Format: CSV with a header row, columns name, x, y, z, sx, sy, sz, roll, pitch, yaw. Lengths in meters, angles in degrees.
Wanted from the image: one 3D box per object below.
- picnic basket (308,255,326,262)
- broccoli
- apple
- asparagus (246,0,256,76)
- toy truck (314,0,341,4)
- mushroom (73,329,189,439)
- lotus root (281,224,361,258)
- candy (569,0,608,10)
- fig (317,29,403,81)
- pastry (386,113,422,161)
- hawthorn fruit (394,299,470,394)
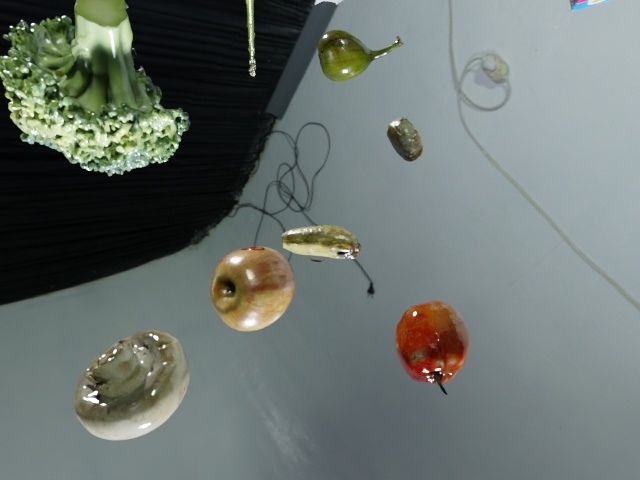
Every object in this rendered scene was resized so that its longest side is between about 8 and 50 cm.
name,x,y,z,sx,sy,sz,roll,pitch,yaw
picnic basket,-0.011,0.044,1.690,0.072,0.072,0.084,23,118,38
broccoli,-0.352,-0.226,0.685,0.260,0.287,0.236,160,127,-75
apple,-0.121,0.083,0.766,0.146,0.130,0.147,1,91,28
asparagus,-0.188,-0.554,1.197,0.024,0.025,0.249,36,151,15
toy truck,0.093,-0.669,1.031,0.111,0.136,0.286,38,138,-3
mushroom,-0.375,0.276,0.881,0.226,0.226,0.178,21,133,39
lotus root,0.000,0.000,1.349,0.258,0.097,0.110,6,150,12
candy,0.598,-0.637,0.924,0.100,0.305,0.158,-11,88,19
fig,0.123,-0.581,1.368,0.258,0.151,0.152,-6,97,7
pastry,0.273,-0.326,1.426,0.154,0.081,0.153,61,173,12
hawthorn fruit,0.371,0.353,1.418,0.254,0.253,0.301,-60,28,34
